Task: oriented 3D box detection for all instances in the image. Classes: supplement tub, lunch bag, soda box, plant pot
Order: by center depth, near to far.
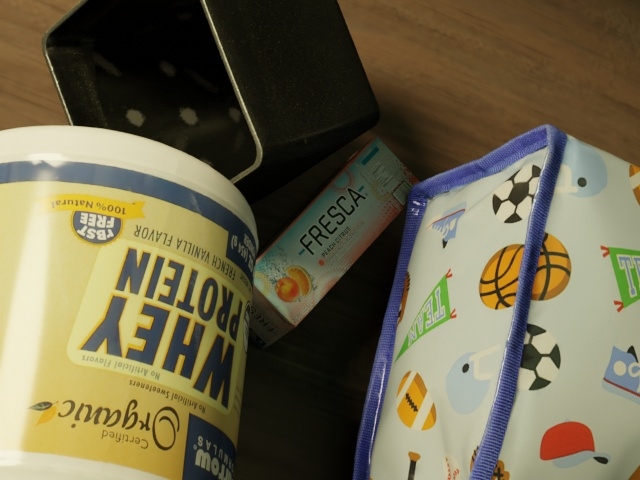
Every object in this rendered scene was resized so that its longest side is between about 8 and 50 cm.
[{"bbox_3d":[-0.165,0.110,1.163,0.228,0.228,0.316,15,64,-22],"label":"supplement tub"},{"bbox_3d":[0.202,0.163,1.330,0.327,0.239,0.386,20,67,-22],"label":"lunch bag"},{"bbox_3d":[-0.069,-0.116,1.342,0.167,0.188,0.187,-11,76,-43],"label":"plant pot"},{"bbox_3d":[0.000,0.000,1.394,0.058,0.063,0.183,47,56,-4],"label":"soda box"}]
